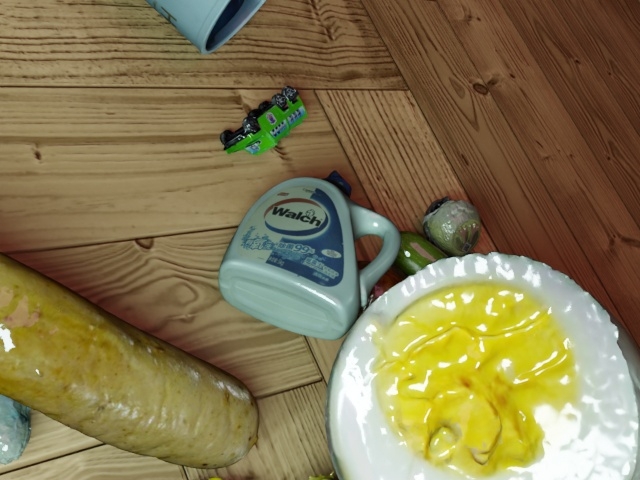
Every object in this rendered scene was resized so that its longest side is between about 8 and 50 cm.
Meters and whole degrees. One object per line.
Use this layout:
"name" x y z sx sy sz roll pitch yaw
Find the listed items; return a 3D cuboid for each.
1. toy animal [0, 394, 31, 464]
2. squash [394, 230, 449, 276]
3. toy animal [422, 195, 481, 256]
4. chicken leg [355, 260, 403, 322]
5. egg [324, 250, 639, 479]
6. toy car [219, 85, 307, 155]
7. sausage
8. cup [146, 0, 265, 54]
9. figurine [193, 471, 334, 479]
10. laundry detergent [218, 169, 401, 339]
"toy animal" -0.367 0.126 0.902 0.253 0.070 0.079 58 8 29
"squash" 0.204 0.067 1.374 0.239 0.069 0.069 39 44 -7
"toy animal" 0.217 -0.008 1.443 0.098 0.137 0.098 1 24 -1
"chicken leg" 0.110 0.164 1.224 0.113 0.093 0.304 -1 64 -51
"egg" 0.219 0.210 1.033 0.340 0.354 0.354 28 36 -64
"toy car" -0.086 -0.178 1.332 0.062 0.071 0.165 55 42 -11
"sausage" -0.257 0.113 0.871 0.501 0.123 0.136 35 18 -31
"cup" -0.200 -0.509 1.351 0.311 0.257 0.331 41 45 -4
"figurine" -0.031 0.332 0.968 0.246 0.131 0.156 15 70 -13
"laundry detergent" 0.000 0.000 1.203 0.215 0.105 0.280 19 42 14
